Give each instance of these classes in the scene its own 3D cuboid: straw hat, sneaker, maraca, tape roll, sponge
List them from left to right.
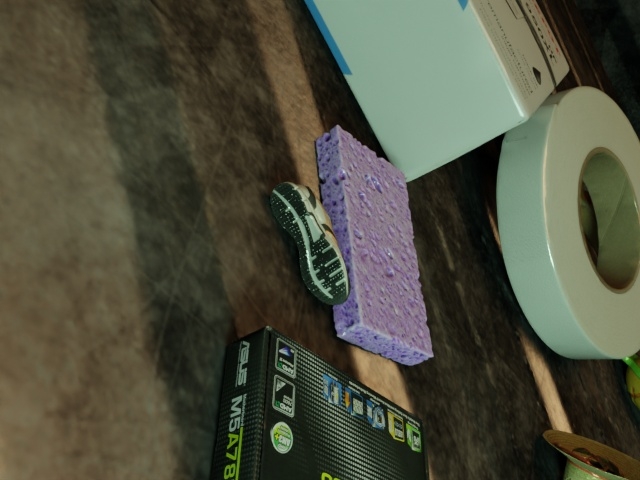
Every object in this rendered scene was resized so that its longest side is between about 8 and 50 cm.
[{"bbox_3d":[0.000,0.000,0.599,0.043,0.040,0.109,-16,82,-61],"label":"sneaker"},{"bbox_3d":[0.049,0.004,0.679,0.117,0.031,0.210,30,44,-44],"label":"sponge"},{"bbox_3d":[0.382,-0.026,1.040,0.392,0.072,0.392,9,78,-45],"label":"tape roll"},{"bbox_3d":[0.313,0.276,0.844,0.144,0.144,0.061,14,94,-52],"label":"straw hat"},{"bbox_3d":[0.565,0.240,1.234,0.127,0.099,0.186,25,22,-50],"label":"maraca"}]

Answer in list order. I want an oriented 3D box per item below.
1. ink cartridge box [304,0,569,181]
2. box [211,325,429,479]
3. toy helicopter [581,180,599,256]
[{"bbox_3d":[0.161,-0.276,0.924,0.286,0.166,0.395,61,30,-6],"label":"ink cartridge box"},{"bbox_3d":[0.009,0.177,0.476,0.190,0.045,0.184,38,37,-36],"label":"box"},{"bbox_3d":[0.434,-0.062,1.212,0.355,0.140,0.235,58,39,-8],"label":"toy helicopter"}]
